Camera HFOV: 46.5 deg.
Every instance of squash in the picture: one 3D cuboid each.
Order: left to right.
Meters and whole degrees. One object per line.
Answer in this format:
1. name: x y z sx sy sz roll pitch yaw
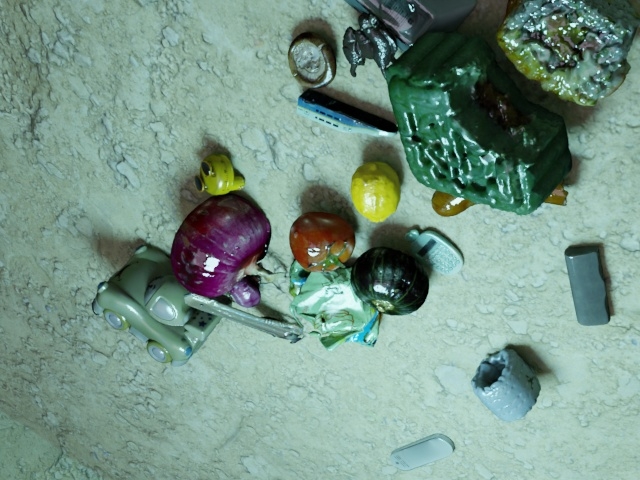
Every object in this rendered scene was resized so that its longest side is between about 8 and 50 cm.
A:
1. squash: 0.164 0.098 1.776 0.193 0.155 0.193 -2 159 -1

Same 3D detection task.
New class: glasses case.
1. glasses case: 0.578 0.099 1.608 0.072 0.042 0.190 -6 119 26

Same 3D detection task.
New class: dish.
1. dish: 0.149 -0.459 1.428 0.243 0.080 0.182 40 134 -2

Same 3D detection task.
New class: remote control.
1. remote control: 0.294 0.622 2.181 0.077 0.022 0.245 48 134 -4

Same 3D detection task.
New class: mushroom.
1. mushroom: -0.015 -0.387 1.600 0.123 0.052 0.123 15 122 26

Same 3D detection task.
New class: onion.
1. onion: -0.274 0.021 1.945 0.273 0.230 0.256 17 130 30
2. onion: -0.211 0.132 2.083 0.104 0.115 0.115 -39 101 -1

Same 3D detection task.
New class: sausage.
1. sausage: 0.368 -0.108 1.555 0.302 0.076 0.102 -4 119 33

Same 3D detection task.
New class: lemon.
1. lemon: 0.125 -0.109 1.679 0.114 0.114 0.155 9 132 26

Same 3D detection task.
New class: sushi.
1. sushi: 0.419 -0.365 1.289 0.274 0.139 0.184 36 132 3

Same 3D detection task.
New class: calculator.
1. calculator: 0.267 0.025 1.753 0.153 0.021 0.095 38 134 1

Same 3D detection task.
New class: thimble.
1. thimble: 0.446 0.346 1.792 0.118 0.151 0.127 46 125 -11

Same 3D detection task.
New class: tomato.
1. tomato: 0.000 0.000 1.813 0.167 0.167 0.167 16 130 21

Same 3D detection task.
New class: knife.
1. knife: -0.212 0.208 2.081 0.365 0.043 0.089 22 133 -22

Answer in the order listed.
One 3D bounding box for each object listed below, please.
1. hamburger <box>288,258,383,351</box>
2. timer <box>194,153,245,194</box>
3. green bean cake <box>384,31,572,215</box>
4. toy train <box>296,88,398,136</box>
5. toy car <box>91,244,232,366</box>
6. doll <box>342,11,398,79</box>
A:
1. hamburger: 0.016 0.166 1.926 0.276 0.150 0.260 13 127 24
2. timer: -0.254 -0.168 1.898 0.107 0.109 0.107 14 109 48
3. green bean cake: 0.289 -0.216 1.388 0.300 0.169 0.307 21 146 41
4. toy train: 0.061 -0.267 1.643 0.234 0.052 0.051 24 135 13
5. toy car: -0.455 0.175 2.157 0.336 0.242 0.226 39 136 -1
6. doll: 0.098 -0.384 1.474 0.139 0.057 0.165 24 157 36
